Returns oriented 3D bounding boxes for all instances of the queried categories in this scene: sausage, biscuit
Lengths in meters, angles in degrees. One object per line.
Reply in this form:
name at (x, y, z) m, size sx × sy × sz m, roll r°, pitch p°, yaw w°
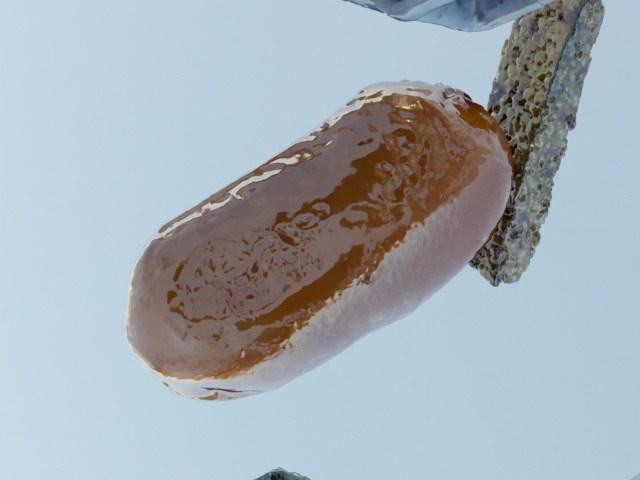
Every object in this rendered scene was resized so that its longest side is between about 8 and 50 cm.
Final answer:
sausage at (0.002, 0.002, 0.886) m, size 0.133 × 0.258 × 0.133 m, roll 54°, pitch -11°, yaw 17°
biscuit at (0.131, -0.072, 0.950) m, size 0.064 × 0.034 × 0.199 m, roll 37°, pitch -64°, yaw 51°

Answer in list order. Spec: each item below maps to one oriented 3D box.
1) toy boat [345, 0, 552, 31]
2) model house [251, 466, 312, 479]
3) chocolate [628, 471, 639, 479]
toy boat at (0.028, -0.158, 0.608) m, size 0.127 × 0.283 × 0.078 m, roll -18°, pitch -108°, yaw 29°
model house at (-0.043, 0.132, 0.658) m, size 0.079 × 0.083 × 0.066 m, roll -29°, pitch -129°, yaw 17°
chocolate at (0.163, 0.178, 0.356) m, size 0.384 × 0.331 × 0.383 m, roll 36°, pitch -48°, yaw 53°
